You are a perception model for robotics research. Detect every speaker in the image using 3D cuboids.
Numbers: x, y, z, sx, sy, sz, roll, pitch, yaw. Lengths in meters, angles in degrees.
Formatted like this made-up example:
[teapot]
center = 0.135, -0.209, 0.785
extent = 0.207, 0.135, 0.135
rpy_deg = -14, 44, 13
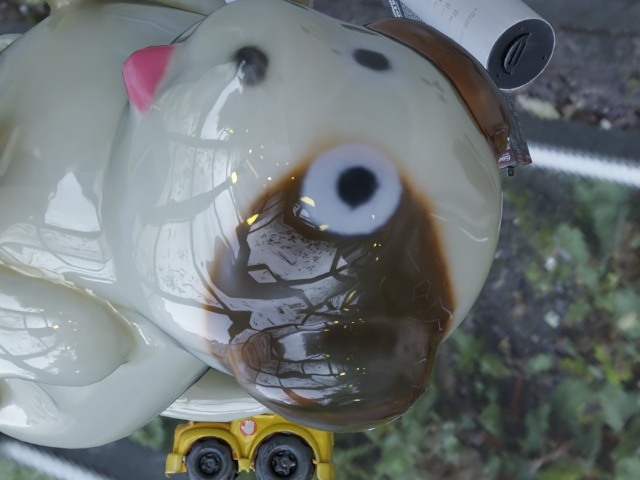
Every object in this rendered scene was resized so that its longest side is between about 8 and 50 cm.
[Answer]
[speaker]
center = 0.099, -0.157, 1.050
extent = 0.136, 0.055, 0.055
rpy_deg = 50, 151, 44

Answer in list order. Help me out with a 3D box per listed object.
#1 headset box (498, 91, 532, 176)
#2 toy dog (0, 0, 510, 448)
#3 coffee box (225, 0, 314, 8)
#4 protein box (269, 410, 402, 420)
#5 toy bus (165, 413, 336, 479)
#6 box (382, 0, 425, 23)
[headset box]
center = 0.180, -0.104, 1.547
extent = 0.032, 0.062, 0.083
rpy_deg = -17, 86, 24
[toy dog]
center = -0.097, 0.002, 0.849
extent = 0.408, 0.284, 0.395
rpy_deg = -11, 127, 42
[coffee box]
center = -0.089, -0.352, 1.810
extent = 0.098, 0.141, 0.246
rpy_deg = 2, 156, 22
[protein box]
center = 0.000, 0.000, 1.211
extent = 0.200, 0.136, 0.201
rpy_deg = 50, 125, 51
[toy bus]
center = -0.087, 0.225, 2.039
extent = 0.220, 0.211, 0.149
rpy_deg = 2, 174, 2
[box]
center = 0.138, -0.360, 2.188
extent = 0.162, 0.029, 0.116
rpy_deg = 6, 121, 53
